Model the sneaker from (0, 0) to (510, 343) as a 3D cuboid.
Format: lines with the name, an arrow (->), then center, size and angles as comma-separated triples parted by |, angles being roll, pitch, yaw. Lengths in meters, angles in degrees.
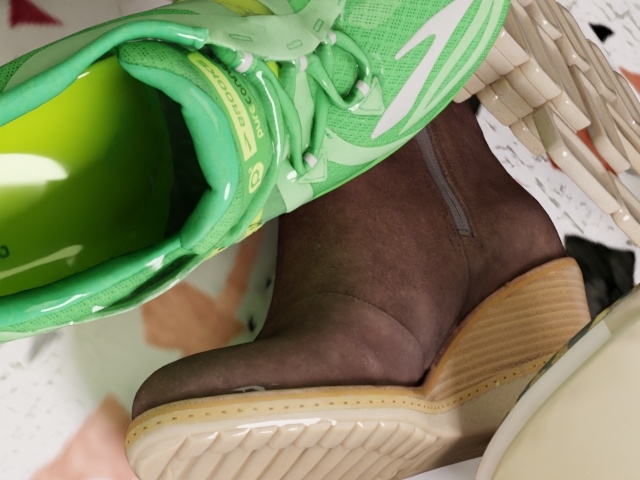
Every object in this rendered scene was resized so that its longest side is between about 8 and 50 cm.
sneaker -> -0.037, -0.036, 0.537 | 0.295, 0.123, 0.109 | -31, 112, -23

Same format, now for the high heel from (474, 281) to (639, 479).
high heel -> 0.147, 0.094, 0.666 | 0.186, 0.093, 0.261 | -31, 138, -43

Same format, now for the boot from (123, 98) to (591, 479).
boot -> 0.000, 0.000, 0.664 | 0.248, 0.090, 0.207 | -3, 60, -40

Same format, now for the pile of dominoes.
pile of dominoes -> 0.124, -0.054, 0.779 | 0.251, 0.040, 0.196 | 38, 27, -44
